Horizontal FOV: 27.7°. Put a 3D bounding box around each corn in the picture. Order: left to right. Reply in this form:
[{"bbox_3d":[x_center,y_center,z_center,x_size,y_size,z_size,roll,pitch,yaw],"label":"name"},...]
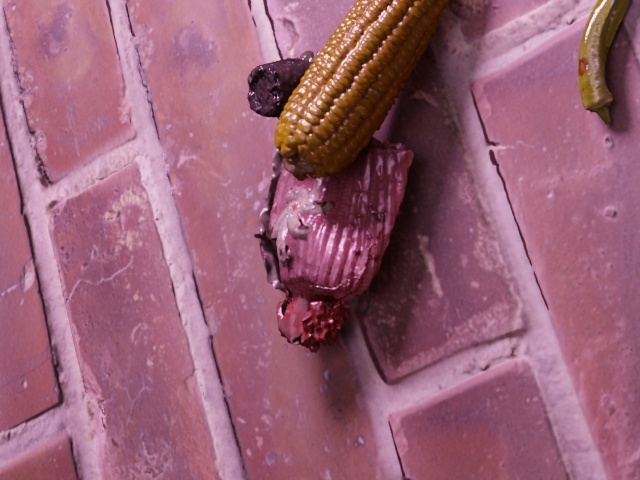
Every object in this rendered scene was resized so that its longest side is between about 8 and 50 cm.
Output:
[{"bbox_3d":[0.064,-0.232,1.633,0.120,0.120,0.363,32,87,34],"label":"corn"}]

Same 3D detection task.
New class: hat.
[{"bbox_3d":[0.000,0.000,1.676,0.237,0.107,0.286,4,80,45],"label":"hat"}]

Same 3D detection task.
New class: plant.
[{"bbox_3d":[-0.025,-0.202,1.712,0.094,0.143,0.092,7,105,43],"label":"plant"}]

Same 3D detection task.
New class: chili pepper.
[{"bbox_3d":[0.332,-0.241,1.523,0.049,0.043,0.208,8,87,48],"label":"chili pepper"}]
